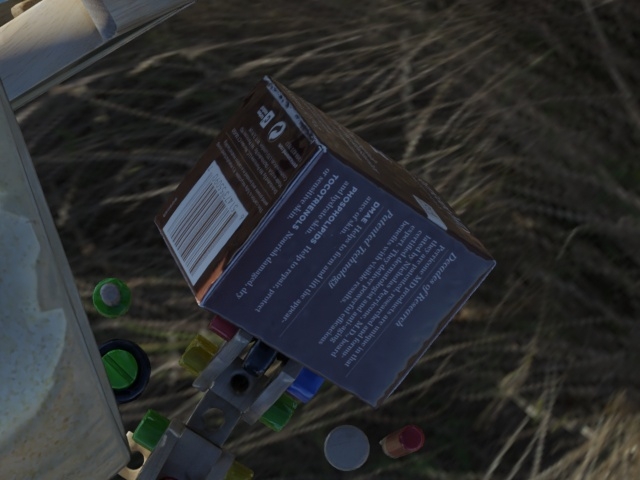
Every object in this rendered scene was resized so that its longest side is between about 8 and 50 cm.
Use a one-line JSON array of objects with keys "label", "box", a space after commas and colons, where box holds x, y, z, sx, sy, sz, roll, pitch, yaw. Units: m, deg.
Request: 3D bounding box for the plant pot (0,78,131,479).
[{"label": "plant pot", "box": [-0.202, 0.050, 0.539, 0.274, 0.256, 0.256, -19, 95, -7]}]

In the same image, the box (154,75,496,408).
[{"label": "box", "box": [0.000, 0.000, 1.616, 0.203, 0.168, 0.167, 32, 101, -30]}]

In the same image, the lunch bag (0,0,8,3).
[{"label": "lunch bag", "box": [-0.173, -0.315, 1.430, 0.160, 0.262, 0.223, 18, 152, 36]}]

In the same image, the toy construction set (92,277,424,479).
[{"label": "toy construction set", "box": [-0.073, 0.191, 1.792, 0.309, 0.237, 0.257, 8, 80, -4]}]

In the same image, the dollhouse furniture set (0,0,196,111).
[{"label": "dollhouse furniture set", "box": [-0.191, -0.184, 0.942, 0.161, 0.212, 0.242, -26, 97, 29]}]
